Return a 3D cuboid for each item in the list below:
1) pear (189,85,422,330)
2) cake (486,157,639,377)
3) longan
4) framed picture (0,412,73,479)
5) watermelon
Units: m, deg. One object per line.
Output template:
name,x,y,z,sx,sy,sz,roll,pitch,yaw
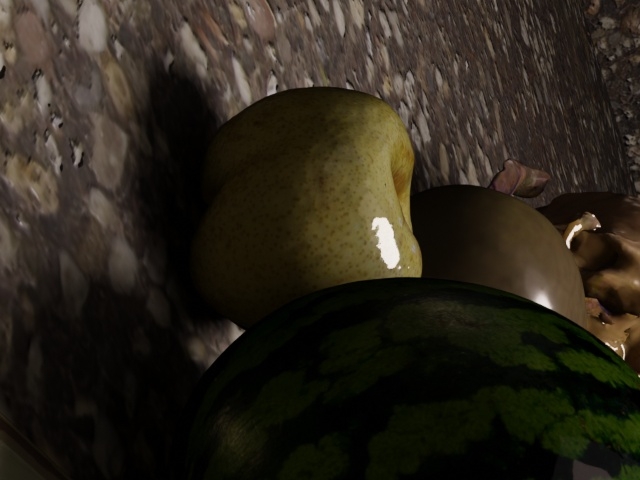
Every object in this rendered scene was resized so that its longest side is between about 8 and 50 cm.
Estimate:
pear,-0.007,-0.014,0.875,0.167,0.136,0.167,-11,90,-74
cake,0.217,0.097,1.303,0.321,0.332,0.332,20,52,-23
longan,0.111,0.061,1.084,0.196,0.196,0.220,-71,148,-55
framed picture,-0.125,0.168,0.630,0.201,0.010,0.136,58,29,-46
watermelon,0.058,0.162,0.739,0.285,0.285,0.285,-11,90,-71
